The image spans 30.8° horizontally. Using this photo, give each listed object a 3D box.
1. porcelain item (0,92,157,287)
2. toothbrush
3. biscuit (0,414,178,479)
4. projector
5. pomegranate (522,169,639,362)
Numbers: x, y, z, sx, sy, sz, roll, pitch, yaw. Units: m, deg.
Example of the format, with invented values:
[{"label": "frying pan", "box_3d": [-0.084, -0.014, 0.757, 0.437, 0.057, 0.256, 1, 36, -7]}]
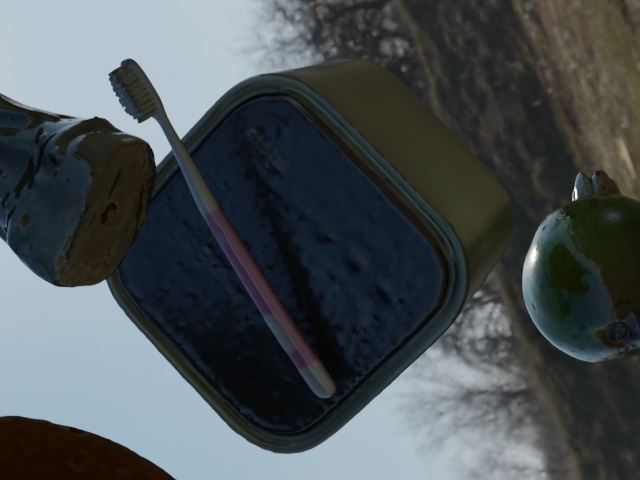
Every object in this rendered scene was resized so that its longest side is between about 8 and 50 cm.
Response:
[{"label": "porcelain item", "box_3d": [-0.193, -0.056, 0.593, 0.081, 0.216, 0.069, -67, -15, 8]}, {"label": "toothbrush", "box_3d": [-0.068, -0.002, 0.833, 0.025, 0.020, 0.286, -43, -73, -44]}, {"label": "biscuit", "box_3d": [-0.155, 0.286, 0.717, 0.350, 0.078, 0.455, 25, -156, -15]}, {"label": "projector", "box_3d": [0.000, 0.000, 0.997, 0.248, 0.248, 0.249, 46, -160, 4]}, {"label": "pomegranate", "box_3d": [0.288, 0.018, 1.189, 0.180, 0.180, 0.209, 57, -157, -47]}]
